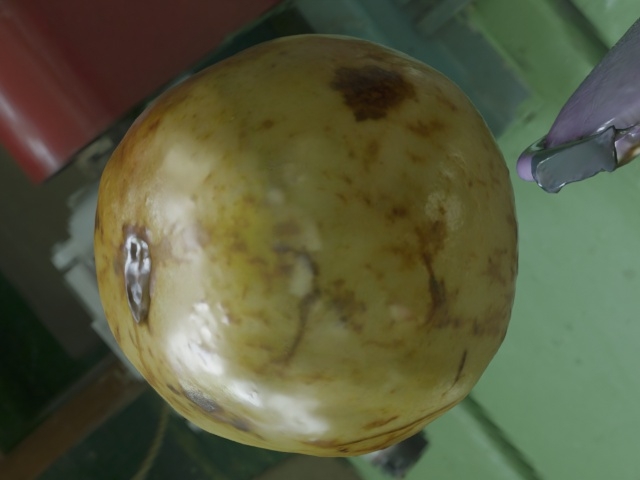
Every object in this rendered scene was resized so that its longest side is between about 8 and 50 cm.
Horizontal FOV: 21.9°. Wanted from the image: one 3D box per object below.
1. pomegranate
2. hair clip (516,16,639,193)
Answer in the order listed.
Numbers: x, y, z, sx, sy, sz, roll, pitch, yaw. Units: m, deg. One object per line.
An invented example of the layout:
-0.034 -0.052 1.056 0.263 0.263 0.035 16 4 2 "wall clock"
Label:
0.000 0.000 0.817 0.215 0.215 0.215 21 132 26 "pomegranate"
0.203 -0.131 0.727 0.110 0.358 0.096 15 131 36 "hair clip"
